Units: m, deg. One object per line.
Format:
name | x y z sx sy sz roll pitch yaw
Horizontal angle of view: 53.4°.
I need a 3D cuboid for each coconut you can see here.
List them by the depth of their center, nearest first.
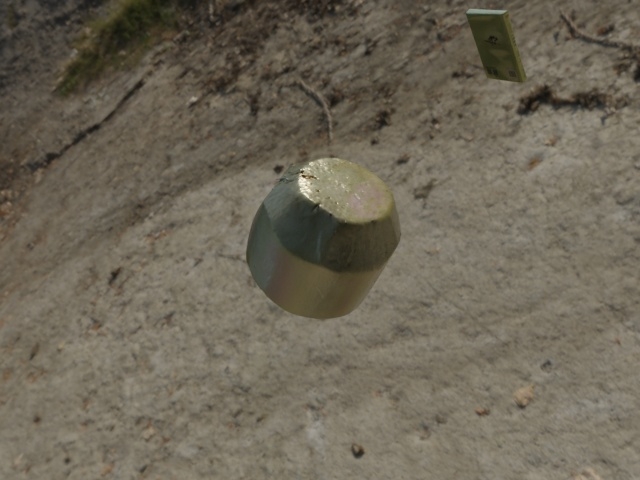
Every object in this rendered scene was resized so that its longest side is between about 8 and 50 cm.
coconut | 0.000 0.003 0.947 0.241 0.241 0.241 -26 37 21

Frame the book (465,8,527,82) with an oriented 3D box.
book | 0.256 -0.282 0.922 0.014 0.111 0.077 -39 33 -14
